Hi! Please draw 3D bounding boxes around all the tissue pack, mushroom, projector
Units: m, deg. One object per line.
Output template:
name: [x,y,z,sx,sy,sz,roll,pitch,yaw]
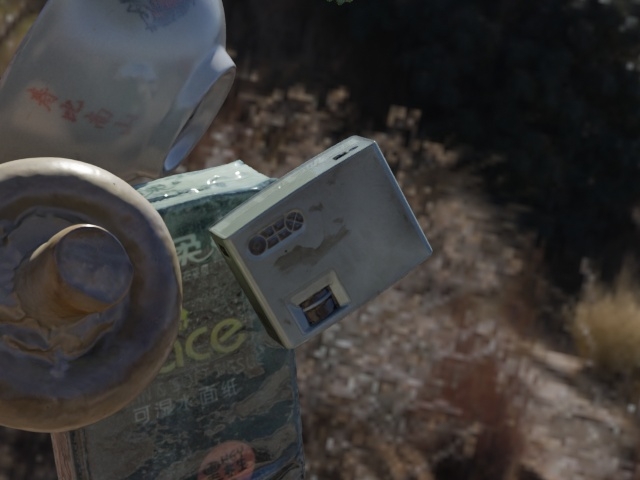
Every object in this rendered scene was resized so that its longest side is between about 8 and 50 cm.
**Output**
tissue pack: [-0.140,0.102,1.442,0.228,0.315,0.103,-17,25,-25]
mushroom: [-0.193,0.036,1.159,0.207,0.207,0.215,8,-11,-21]
projector: [0.000,0.000,1.288,0.147,0.115,0.061,-33,19,-12]

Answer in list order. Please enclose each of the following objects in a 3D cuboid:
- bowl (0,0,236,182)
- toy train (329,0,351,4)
bowl: [-0.187,-0.161,1.612,0.157,0.345,0.345,33,9,4]
toy train: [0.037,-0.342,1.309,0.188,0.272,0.159,47,-3,28]
